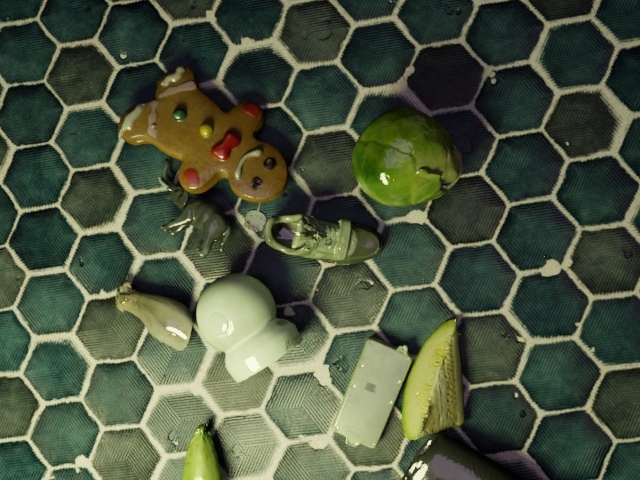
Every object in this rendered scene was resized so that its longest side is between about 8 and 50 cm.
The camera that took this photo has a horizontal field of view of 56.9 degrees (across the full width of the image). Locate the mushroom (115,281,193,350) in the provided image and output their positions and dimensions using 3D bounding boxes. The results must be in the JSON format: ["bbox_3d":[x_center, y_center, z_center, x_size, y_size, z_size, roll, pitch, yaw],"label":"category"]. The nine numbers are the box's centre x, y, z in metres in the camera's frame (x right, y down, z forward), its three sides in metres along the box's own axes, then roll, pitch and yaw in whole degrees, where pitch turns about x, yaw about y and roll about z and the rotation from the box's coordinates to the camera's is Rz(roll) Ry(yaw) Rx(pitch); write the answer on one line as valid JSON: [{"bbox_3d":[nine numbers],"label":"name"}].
[{"bbox_3d":[-0.407,0.180,1.449,0.225,0.093,0.116,32,112,1],"label":"mushroom"}]

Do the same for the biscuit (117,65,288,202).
[{"bbox_3d":[-0.260,-0.249,1.432,0.432,0.064,0.283,37,76,9],"label":"biscuit"}]

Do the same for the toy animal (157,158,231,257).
[{"bbox_3d":[-0.331,-0.068,1.459,0.269,0.082,0.137,42,89,10],"label":"toy animal"}]

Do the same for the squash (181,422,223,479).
[{"bbox_3d":[-0.278,0.629,1.404,0.118,0.118,0.371,-10,86,5],"label":"squash"}]

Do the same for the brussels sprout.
[{"bbox_3d":[0.195,-0.184,1.351,0.244,0.244,0.244,0,88,6],"label":"brussels sprout"}]

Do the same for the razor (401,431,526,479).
[{"bbox_3d":[0.360,0.598,1.342,0.349,0.113,0.204,30,93,6],"label":"razor"}]

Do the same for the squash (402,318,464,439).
[{"bbox_3d":[0.244,0.312,1.368,0.169,0.093,0.252,-2,87,-39],"label":"squash"}]

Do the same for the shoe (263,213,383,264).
[{"bbox_3d":[0.000,-0.003,1.387,0.292,0.149,0.109,6,87,7],"label":"shoe"}]

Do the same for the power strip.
[{"bbox_3d":[0.124,0.360,1.409,0.118,0.046,0.270,22,91,9],"label":"power strip"}]

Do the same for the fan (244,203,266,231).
[{"bbox_3d":[-0.158,-0.064,1.477,0.056,0.004,0.083,17,89,6],"label":"fan"}]

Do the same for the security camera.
[{"bbox_3d":[-0.177,0.187,1.374,0.194,0.194,0.236,-34,88,4],"label":"security camera"}]
